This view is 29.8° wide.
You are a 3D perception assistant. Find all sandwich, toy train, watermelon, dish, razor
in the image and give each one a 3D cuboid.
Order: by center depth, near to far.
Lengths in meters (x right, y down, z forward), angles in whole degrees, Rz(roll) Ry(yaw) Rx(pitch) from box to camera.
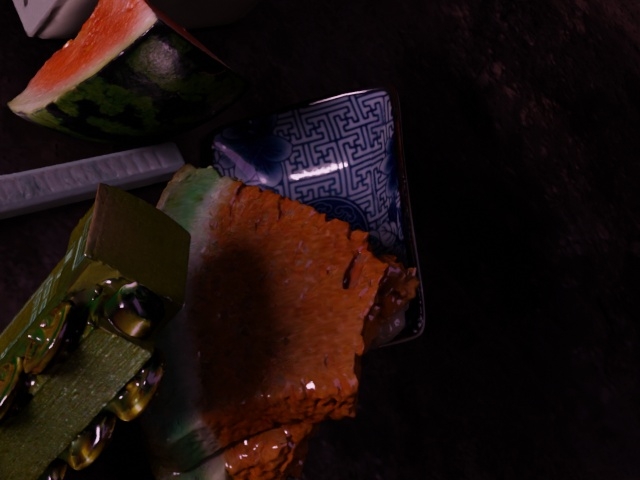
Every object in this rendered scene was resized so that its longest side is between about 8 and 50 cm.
[{"bbox_3d":[-0.171,0.081,0.787,0.090,0.225,0.137,31,33,-24],"label":"toy train"},{"bbox_3d":[-0.050,0.065,0.892,0.109,0.212,0.292,65,43,-56],"label":"sandwich"},{"bbox_3d":[-0.213,-0.038,0.925,0.278,0.056,0.111,-21,78,-44],"label":"razor"},{"bbox_3d":[-0.156,-0.118,0.947,0.137,0.145,0.193,44,4,14],"label":"watermelon"},{"bbox_3d":[0.000,0.000,1.029,0.080,0.182,0.243,52,29,-57],"label":"dish"}]

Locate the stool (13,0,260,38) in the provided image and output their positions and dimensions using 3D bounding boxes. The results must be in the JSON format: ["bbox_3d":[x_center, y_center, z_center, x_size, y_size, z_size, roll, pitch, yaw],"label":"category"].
[{"bbox_3d":[-0.167,-0.336,1.060,0.243,0.170,0.270,-14,74,-43],"label":"stool"}]
